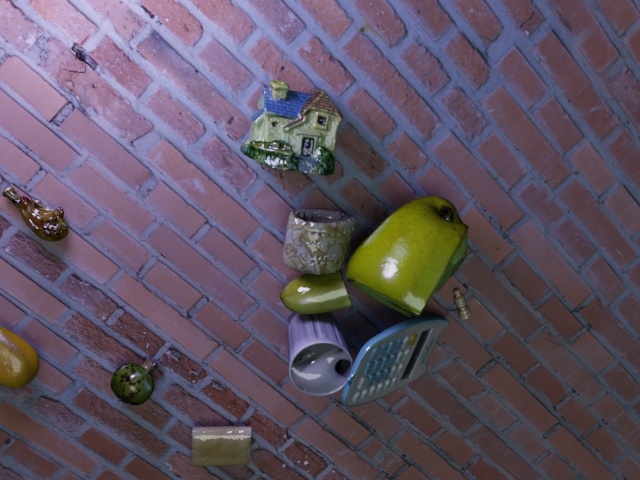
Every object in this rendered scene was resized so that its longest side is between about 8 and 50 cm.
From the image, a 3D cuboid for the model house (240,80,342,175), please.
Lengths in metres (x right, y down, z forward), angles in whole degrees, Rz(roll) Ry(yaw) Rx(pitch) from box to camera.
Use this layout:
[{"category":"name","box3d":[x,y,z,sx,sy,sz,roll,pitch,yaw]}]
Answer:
[{"category":"model house","box3d":[-0.064,-0.269,1.568,0.214,0.195,0.189,8,104,-14]}]

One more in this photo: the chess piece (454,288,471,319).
[{"category":"chess piece","box3d":[0.399,0.179,1.904,0.035,0.035,0.092,-23,111,3]}]

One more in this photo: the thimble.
[{"category":"thimble","box3d":[0.000,0.000,1.717,0.190,0.137,0.144,-2,112,-23]}]

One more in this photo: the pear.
[{"category":"pear","box3d":[0.230,0.025,1.684,0.238,0.342,0.318,33,85,7]}]

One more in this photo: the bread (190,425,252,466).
[{"category":"bread","box3d":[-0.292,0.605,1.978,0.178,0.060,0.140,4,114,-10]}]

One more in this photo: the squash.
[{"category":"squash","box3d":[-0.016,0.140,1.784,0.186,0.123,0.123,-12,114,-3]}]

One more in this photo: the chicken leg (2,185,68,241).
[{"category":"chicken leg","box3d":[-0.692,-0.071,1.634,0.178,0.070,0.093,41,97,-11]}]

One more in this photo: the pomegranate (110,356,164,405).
[{"category":"pomegranate","box3d":[-0.500,0.378,1.835,0.161,0.122,0.122,-46,117,-28]}]

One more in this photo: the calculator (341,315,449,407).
[{"category":"calculator","box3d":[0.196,0.324,1.815,0.386,0.054,0.256,-12,129,-47]}]

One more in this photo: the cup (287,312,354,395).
[{"category":"cup","box3d":[0.001,0.315,1.814,0.166,0.202,0.221,-24,115,3]}]

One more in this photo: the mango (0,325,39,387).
[{"category":"mango","box3d":[-0.826,0.299,1.756,0.137,0.098,0.195,-25,107,6]}]
